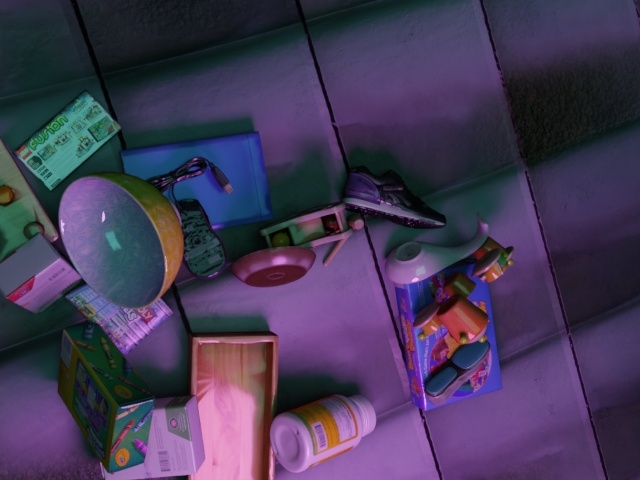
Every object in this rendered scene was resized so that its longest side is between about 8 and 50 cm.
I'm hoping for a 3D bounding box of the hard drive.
[{"bbox_3d":[-0.280,-0.124,1.628,0.318,0.040,0.210,-11,97,-19],"label":"hard drive"}]

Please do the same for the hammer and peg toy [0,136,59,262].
[{"bbox_3d":[-0.750,-0.023,1.425,0.361,0.127,0.266,-31,102,-12],"label":"hammer and peg toy"}]

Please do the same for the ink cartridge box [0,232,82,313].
[{"bbox_3d":[-0.582,0.072,1.458,0.127,0.175,0.072,-40,80,-14],"label":"ink cartridge box"}]

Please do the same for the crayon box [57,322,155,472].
[{"bbox_3d":[-0.443,0.313,1.443,0.081,0.278,0.166,-7,121,-40],"label":"crayon box"}]

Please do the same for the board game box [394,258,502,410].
[{"bbox_3d":[0.333,0.239,1.841,0.233,0.078,0.347,-11,96,-18],"label":"board game box"}]

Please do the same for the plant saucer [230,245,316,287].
[{"bbox_3d":[-0.104,0.067,1.619,0.198,0.199,0.036,-4,67,-19],"label":"plant saucer"}]

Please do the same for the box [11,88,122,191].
[{"bbox_3d":[-0.545,-0.216,1.533,0.207,0.036,0.114,-45,105,-12],"label":"box"}]

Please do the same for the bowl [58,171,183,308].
[{"bbox_3d":[-0.381,-0.020,1.467,0.156,0.289,0.290,-39,108,-52],"label":"bowl"}]

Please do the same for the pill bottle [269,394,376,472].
[{"bbox_3d":[0.013,0.445,1.681,0.245,0.136,0.137,-8,96,-43],"label":"pill bottle"}]

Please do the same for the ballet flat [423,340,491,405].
[{"bbox_3d":[0.347,0.332,1.782,0.213,0.072,0.068,-39,131,-13],"label":"ballet flat"}]

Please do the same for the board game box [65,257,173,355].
[{"bbox_3d":[-0.426,0.126,1.580,0.194,0.060,0.194,-43,105,-12],"label":"board game box"}]

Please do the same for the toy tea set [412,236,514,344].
[{"bbox_3d":[0.381,0.130,1.710,0.124,0.200,0.336,45,73,-7],"label":"toy tea set"}]

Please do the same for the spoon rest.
[{"bbox_3d":[0.290,0.028,1.760,0.276,0.137,0.084,-25,127,8],"label":"spoon rest"}]

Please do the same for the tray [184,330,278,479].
[{"bbox_3d":[-0.210,0.423,1.663,0.202,0.076,0.411,1,91,-19],"label":"tray"}]

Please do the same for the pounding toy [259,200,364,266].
[{"bbox_3d":[0.000,0.000,1.673,0.269,0.154,0.155,-20,99,-17],"label":"pounding toy"}]

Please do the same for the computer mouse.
[{"bbox_3d":[-0.264,-0.054,1.587,0.184,0.060,0.262,-33,92,-11],"label":"computer mouse"}]

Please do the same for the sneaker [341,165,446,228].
[{"bbox_3d":[0.197,-0.110,1.767,0.283,0.107,0.124,15,82,-19],"label":"sneaker"}]

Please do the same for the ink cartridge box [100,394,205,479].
[{"bbox_3d":[-0.373,0.433,1.556,0.212,0.093,0.155,-8,95,6],"label":"ink cartridge box"}]
